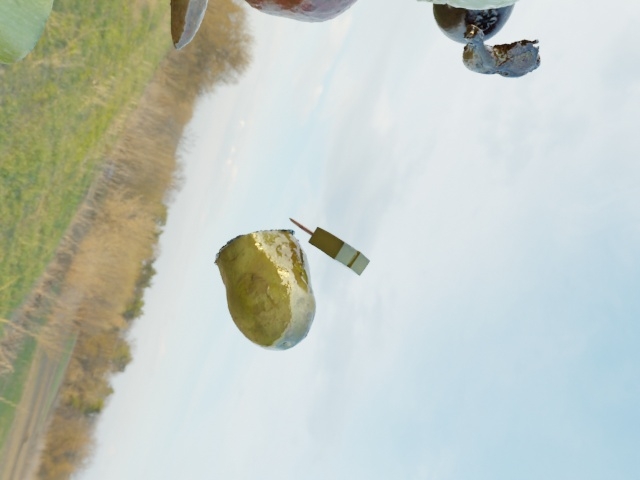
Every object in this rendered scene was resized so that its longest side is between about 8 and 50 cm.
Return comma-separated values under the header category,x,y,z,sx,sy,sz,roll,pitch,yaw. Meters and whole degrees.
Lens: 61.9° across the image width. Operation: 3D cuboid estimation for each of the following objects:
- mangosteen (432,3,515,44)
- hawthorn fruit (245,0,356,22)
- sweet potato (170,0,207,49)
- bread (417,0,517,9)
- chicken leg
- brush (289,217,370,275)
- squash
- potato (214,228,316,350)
category,x,y,z,sx,sy,sz,roll,pitch,yaw
mangosteen,0.437,-0.711,1.554,0.235,0.235,0.261,-54,-144,44
hawthorn fruit,-0.014,-0.520,0.898,0.287,0.287,0.330,-59,174,36
sweet potato,-0.141,-0.302,0.485,0.078,0.058,0.255,-27,-104,31
bread,0.185,-0.427,0.577,0.237,0.320,0.321,-172,-81,-75
chicken leg,0.483,-0.507,1.453,0.177,0.322,0.083,160,-70,-67
brush,0.000,0.000,1.220,0.233,0.103,0.047,30,-94,45
squash,-0.517,-0.402,0.845,0.220,0.133,0.220,-19,-119,39
potato,-0.111,0.121,1.208,0.229,0.229,0.266,-49,-123,50
